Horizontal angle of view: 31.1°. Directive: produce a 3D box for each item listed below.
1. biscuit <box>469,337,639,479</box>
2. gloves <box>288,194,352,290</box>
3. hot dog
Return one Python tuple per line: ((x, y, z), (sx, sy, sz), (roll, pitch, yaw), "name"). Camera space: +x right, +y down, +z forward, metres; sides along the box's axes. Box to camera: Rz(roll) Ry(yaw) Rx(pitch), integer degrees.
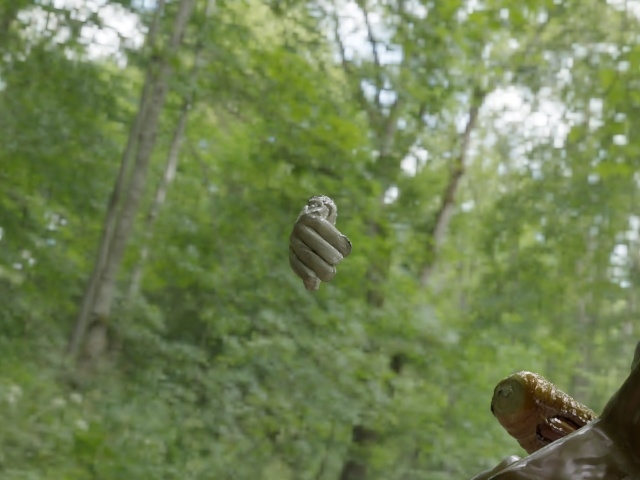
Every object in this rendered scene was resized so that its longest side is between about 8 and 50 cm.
((0.223, 0.164, 0.659), (0.283, 0.064, 0.432), (-43, -42, 11), "biscuit")
((-0.002, 0.000, 0.710), (0.037, 0.081, 0.044), (-4, -58, -7), "gloves")
((0.224, 0.179, 1.029), (0.216, 0.066, 0.047), (37, 9, -41), "hot dog")
